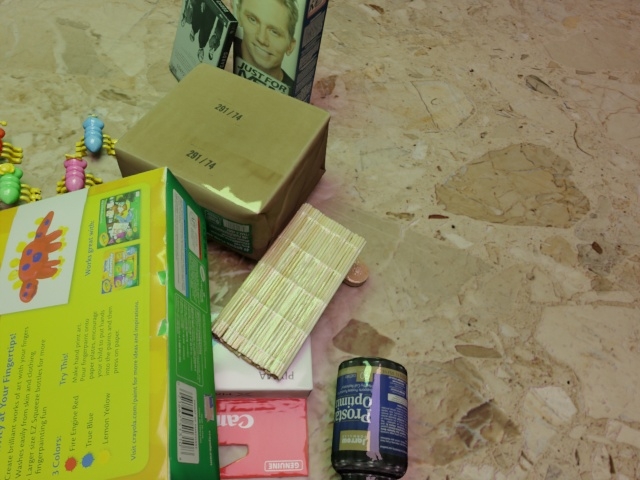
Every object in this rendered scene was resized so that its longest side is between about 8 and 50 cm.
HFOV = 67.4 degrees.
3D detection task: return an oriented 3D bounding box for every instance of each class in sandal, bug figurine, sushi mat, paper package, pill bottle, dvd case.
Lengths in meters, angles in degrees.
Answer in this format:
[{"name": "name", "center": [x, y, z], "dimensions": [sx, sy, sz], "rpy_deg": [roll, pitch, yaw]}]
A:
[{"name": "sandal", "center": [0.004, -0.004, 0.974], "dimensions": [0.240, 0.079, 0.088], "rpy_deg": [37, 60, 11]}, {"name": "bug figurine", "center": [-0.557, -0.167, 0.966], "dimensions": [0.278, 0.072, 0.216], "rpy_deg": [-10, 62, -17]}, {"name": "sushi mat", "center": [-0.051, 0.078, 0.865], "dimensions": [0.151, 0.019, 0.317], "rpy_deg": [31, 62, 7]}, {"name": "paper package", "center": [-0.183, -0.165, 0.963], "dimensions": [0.324, 0.168, 0.310], "rpy_deg": [25, 59, 12]}, {"name": "pill bottle", "center": [0.081, 0.312, 0.777], "dimensions": [0.122, 0.123, 0.219], "rpy_deg": [10, 58, -5]}, {"name": "dvd case", "center": [-0.272, -0.440, 1.087], "dimensions": [0.029, 0.239, 0.179], "rpy_deg": [-19, 64, -40]}]

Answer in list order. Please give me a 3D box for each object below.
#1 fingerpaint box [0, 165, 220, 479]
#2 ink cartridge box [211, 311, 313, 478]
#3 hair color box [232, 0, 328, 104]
[{"name": "fingerpaint box", "center": [-0.357, 0.154, 0.703], "dimensions": [0.370, 0.163, 0.445], "rpy_deg": [-14, 61, 5]}, {"name": "ink cartridge box", "center": [-0.161, 0.252, 0.801], "dimensions": [0.296, 0.066, 0.261], "rpy_deg": [2, 59, -9]}, {"name": "hair color box", "center": [-0.097, -0.434, 1.050], "dimensions": [0.173, 0.347, 0.105], "rpy_deg": [32, 59, 9]}]
